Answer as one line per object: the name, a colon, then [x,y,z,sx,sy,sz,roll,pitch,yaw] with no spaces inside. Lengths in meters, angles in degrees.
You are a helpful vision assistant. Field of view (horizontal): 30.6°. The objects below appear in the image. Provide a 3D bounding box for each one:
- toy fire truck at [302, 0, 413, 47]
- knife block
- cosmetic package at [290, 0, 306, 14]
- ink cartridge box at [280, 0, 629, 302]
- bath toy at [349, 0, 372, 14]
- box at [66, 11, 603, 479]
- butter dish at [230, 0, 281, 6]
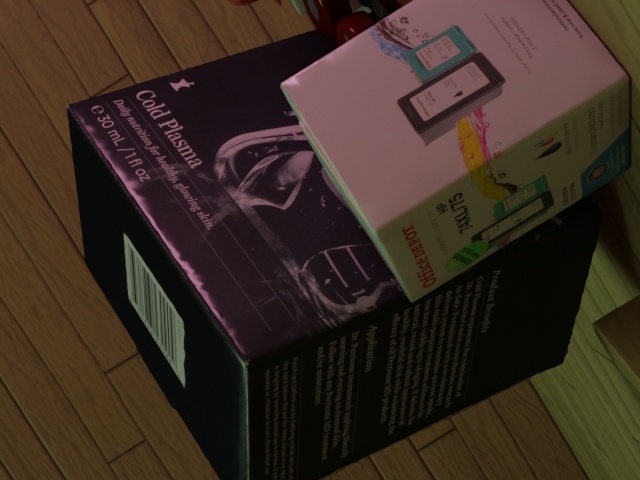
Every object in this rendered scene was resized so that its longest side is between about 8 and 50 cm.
toy fire truck: [0.072,-0.338,1.361,0.254,0.169,0.302,75,167,-48]
knife block: [0.434,0.192,1.312,0.276,0.088,0.242,59,180,3]
cosmetic package: [-0.032,-0.519,2.005,0.184,0.151,0.151,58,180,44]
ink cartridge box: [0.138,-0.112,1.159,0.197,0.270,0.198,59,-179,26]
bath toy: [0.029,-0.409,1.724,0.129,0.151,0.348,73,171,-66]
box: [0.000,0.000,1.461,0.480,0.471,0.297,50,149,37]
butter dish: [-0.157,-0.463,1.979,0.160,0.118,0.160,60,178,-42]
